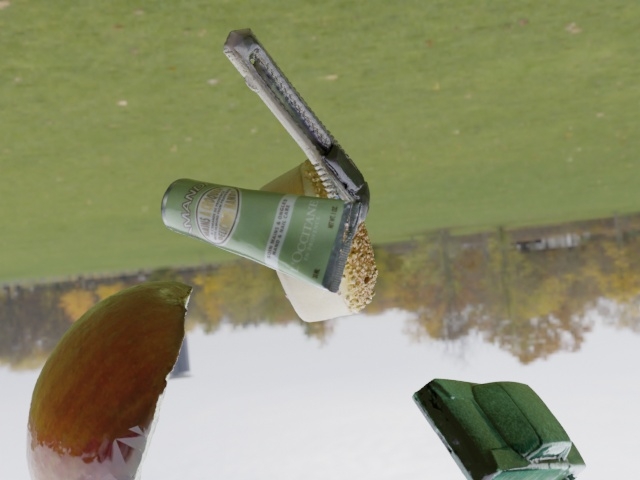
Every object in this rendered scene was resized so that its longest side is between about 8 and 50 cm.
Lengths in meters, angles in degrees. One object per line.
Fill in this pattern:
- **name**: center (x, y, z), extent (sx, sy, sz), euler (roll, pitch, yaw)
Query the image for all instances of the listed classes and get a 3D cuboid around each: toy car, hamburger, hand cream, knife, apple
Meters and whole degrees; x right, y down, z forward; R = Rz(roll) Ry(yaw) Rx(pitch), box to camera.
- **toy car**: center (0.234, 0.238, 1.201), extent (0.097, 0.141, 0.320), euler (-45, 149, 17)
- **hamburger**: center (0.000, 0.000, 1.739), extent (0.170, 0.302, 0.302), euler (-20, 178, 2)
- **hand cream**: center (-0.067, -0.018, 0.957), extent (0.235, 0.086, 0.055), euler (15, 180, 35)
- **knife**: center (-0.025, -0.171, 1.507), extent (0.043, 0.365, 0.089), euler (-18, -153, 42)
- **apple**: center (-0.262, 0.213, 1.239), extent (0.254, 0.346, 0.179), euler (19, -179, 36)
